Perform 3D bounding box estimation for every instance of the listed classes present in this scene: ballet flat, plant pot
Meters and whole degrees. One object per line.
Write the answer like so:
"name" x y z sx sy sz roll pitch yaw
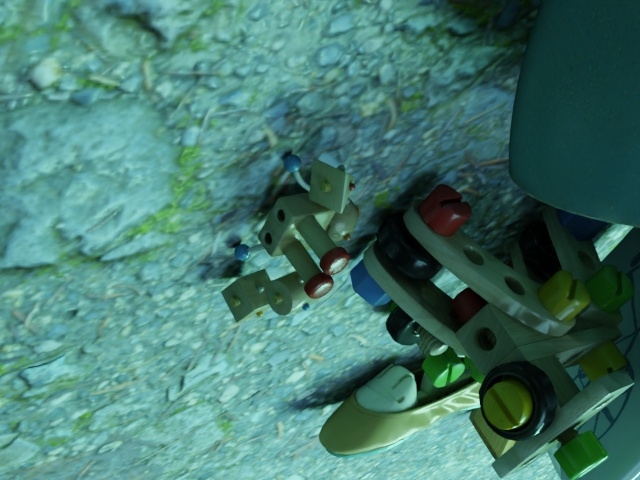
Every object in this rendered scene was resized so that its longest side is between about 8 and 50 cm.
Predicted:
"ballet flat" 0.097 0.146 1.164 0.232 0.080 0.073 -16 120 -31
"plant pot" 0.257 -0.139 0.690 0.290 0.290 0.195 -14 112 -28

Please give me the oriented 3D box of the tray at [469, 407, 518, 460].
"tray" 0.377 0.106 1.350 0.411 0.076 0.203 -22 150 -19

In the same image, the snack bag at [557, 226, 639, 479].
"snack bag" 0.310 0.047 0.999 0.037 0.323 0.342 31 118 -9

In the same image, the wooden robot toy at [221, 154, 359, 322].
"wooden robot toy" 0.000 0.000 0.829 0.079 0.076 0.173 -19 151 -43

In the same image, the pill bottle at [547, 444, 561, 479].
"pill bottle" 0.451 0.242 1.542 0.283 0.160 0.160 -29 151 -7

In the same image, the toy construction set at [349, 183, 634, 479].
"toy construction set" 0.209 0.054 0.934 0.309 0.237 0.257 -38 151 9
